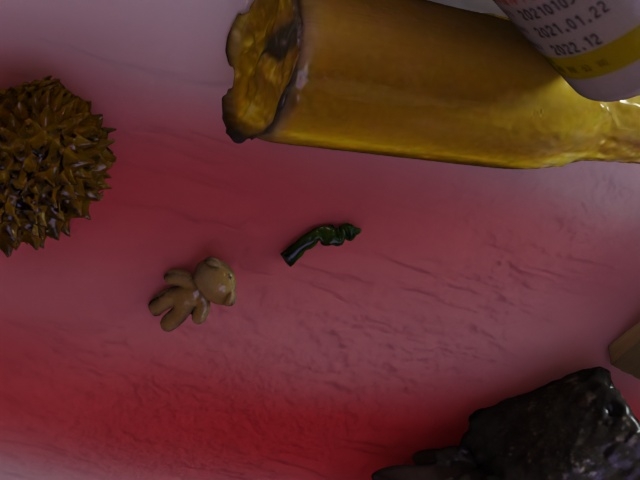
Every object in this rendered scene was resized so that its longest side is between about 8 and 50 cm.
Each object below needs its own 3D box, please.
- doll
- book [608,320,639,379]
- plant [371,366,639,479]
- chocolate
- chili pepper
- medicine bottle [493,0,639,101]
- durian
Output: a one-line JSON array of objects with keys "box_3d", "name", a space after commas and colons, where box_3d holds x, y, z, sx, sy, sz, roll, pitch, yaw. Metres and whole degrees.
[{"box_3d": [-0.124, 0.051, 1.901, 0.093, 0.051, 0.061, -33, 97, 5], "name": "doll"}, {"box_3d": [0.441, 0.127, 2.075, 0.231, 0.026, 0.161, 26, 133, -22], "name": "book"}, {"box_3d": [0.199, 0.270, 2.061, 0.320, 0.181, 0.194, -34, 125, 3], "name": "plant"}, {"box_3d": [0.136, -0.133, 1.798, 0.445, 0.162, 0.162, 8, 121, -25], "name": "chocolate"}, {"box_3d": [0.000, 0.000, 1.919, 0.083, 0.022, 0.027, -22, 93, 1], "name": "chili pepper"}, {"box_3d": [0.194, -0.298, 1.641, 0.208, 0.208, 0.339, -40, 114, 13], "name": "medicine bottle"}, {"box_3d": [-0.293, -0.049, 1.744, 0.249, 0.138, 0.183, -15, 117, -12], "name": "durian"}]
